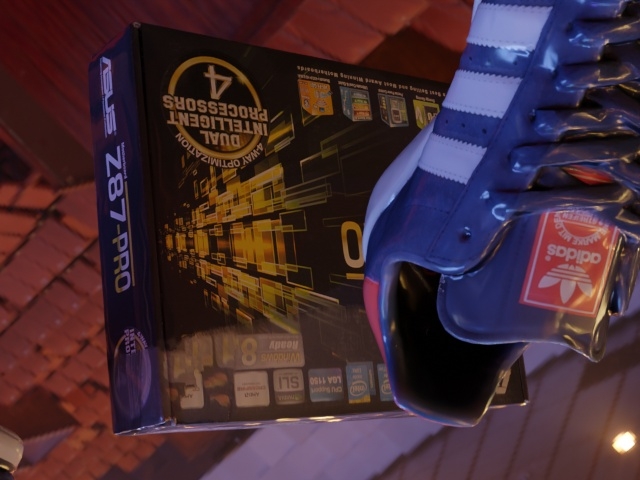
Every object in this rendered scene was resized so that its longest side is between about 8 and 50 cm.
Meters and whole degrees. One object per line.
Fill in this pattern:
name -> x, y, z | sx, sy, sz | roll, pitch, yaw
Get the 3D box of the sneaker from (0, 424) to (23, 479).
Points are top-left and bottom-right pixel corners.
sneaker -> -0.329, 0.193, 0.717 | 0.125, 0.321, 0.180 | -18, -121, 26

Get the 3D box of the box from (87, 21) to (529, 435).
box -> 0.000, 0.000, 0.912 | 0.395, 0.318, 0.097 | 5, 164, -38

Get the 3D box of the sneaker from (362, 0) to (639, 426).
sneaker -> 0.111, -0.038, 0.449 | 0.350, 0.131, 0.148 | 111, -12, -48
